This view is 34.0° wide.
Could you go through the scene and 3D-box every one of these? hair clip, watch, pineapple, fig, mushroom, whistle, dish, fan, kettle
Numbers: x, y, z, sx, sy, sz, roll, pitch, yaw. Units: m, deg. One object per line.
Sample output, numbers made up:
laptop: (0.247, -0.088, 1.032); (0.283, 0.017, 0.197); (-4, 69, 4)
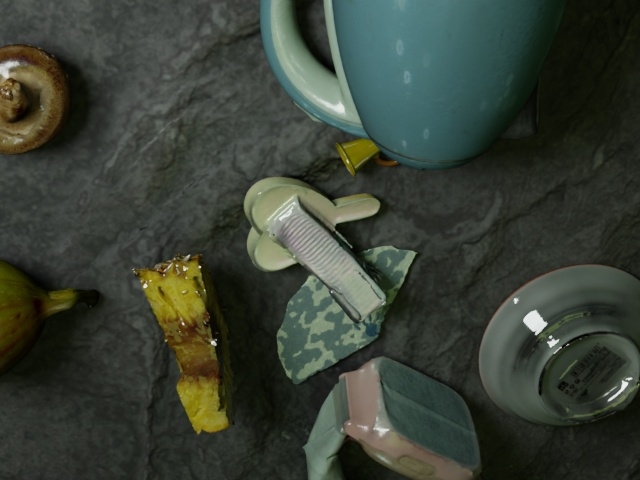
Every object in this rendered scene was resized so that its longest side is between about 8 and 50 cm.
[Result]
hair clip: (0.002, -0.003, 1.246); (0.159, 0.071, 0.218); (-44, 118, 6)
watch: (0.085, 0.304, 1.396); (0.253, 0.162, 0.241); (29, 121, -21)
pineapple: (-0.153, 0.105, 1.244); (0.079, 0.135, 0.233); (-10, 110, 4)
fig: (-0.364, 0.091, 1.180); (0.186, 0.142, 0.148); (-5, 146, 6)
mushroom: (-0.322, -0.148, 1.098); (0.126, 0.085, 0.109); (-23, 155, -1)
whistle: (0.078, -0.109, 1.223); (0.109, 0.046, 0.057); (-24, 105, -5)
dish: (0.347, 0.164, 1.396); (0.260, 0.085, 0.260); (-5, 119, -9)
fan: (0.026, 0.088, 1.334); (0.131, 0.009, 0.240); (35, 106, -25)
kettle: (0.090, -0.240, 1.072); (0.319, 0.247, 0.342); (16, 126, 16)
